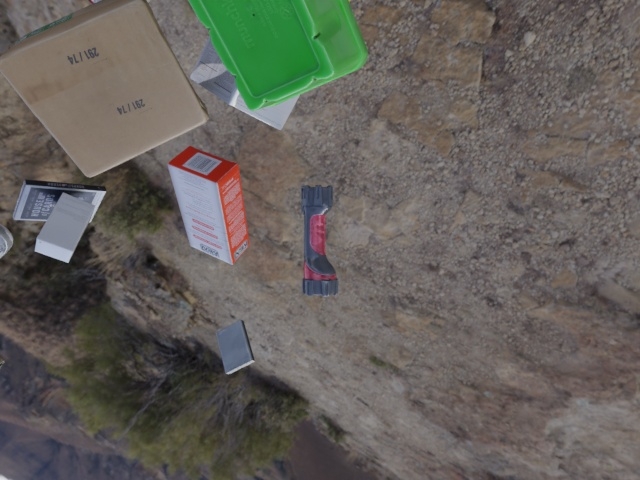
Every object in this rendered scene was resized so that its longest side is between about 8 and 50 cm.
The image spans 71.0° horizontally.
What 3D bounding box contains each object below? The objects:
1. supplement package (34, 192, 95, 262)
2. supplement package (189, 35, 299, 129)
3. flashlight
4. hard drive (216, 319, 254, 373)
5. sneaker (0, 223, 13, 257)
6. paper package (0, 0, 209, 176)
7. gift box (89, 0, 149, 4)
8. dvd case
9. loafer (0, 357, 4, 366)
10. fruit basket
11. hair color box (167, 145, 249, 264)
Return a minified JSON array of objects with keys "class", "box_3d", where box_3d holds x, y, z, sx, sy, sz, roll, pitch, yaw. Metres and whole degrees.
[{"class":"supplement package","box_3d":[-0.809,-0.040,1.426,0.105,0.179,0.105,26,144,-24]},{"class":"supplement package","box_3d":[-0.161,-0.471,1.172,0.198,0.262,0.199,39,-165,33]},{"class":"flashlight","box_3d":[0.000,0.000,1.244,0.103,0.103,0.303,-170,81,-73]},{"class":"hard drive","box_3d":[-0.258,0.319,1.353,0.022,0.094,0.135,46,-162,-58]},{"class":"sneaker","box_3d":[-0.784,0.060,0.930,0.115,0.281,0.105,35,151,51]},{"class":"paper package","box_3d":[-0.474,-0.357,1.029,0.309,0.325,0.168,65,175,-37]},{"class":"gift box","box_3d":[-0.501,-0.730,1.153,0.276,0.258,0.255,47,163,-23]},{"class":"dvd case","box_3d":[-0.868,-0.127,1.499,0.179,0.239,0.029,-45,61,34]},{"class":"loafer","box_3d":[-0.694,0.332,0.858,0.092,0.268,0.102,16,157,-20]},{"class":"fruit basket","box_3d":[-0.068,-0.459,0.814,0.283,0.391,0.391,-17,122,20]},{"class":"hair color box","box_3d":[-0.134,-0.040,0.556,0.072,0.043,0.141,23,140,17]}]
